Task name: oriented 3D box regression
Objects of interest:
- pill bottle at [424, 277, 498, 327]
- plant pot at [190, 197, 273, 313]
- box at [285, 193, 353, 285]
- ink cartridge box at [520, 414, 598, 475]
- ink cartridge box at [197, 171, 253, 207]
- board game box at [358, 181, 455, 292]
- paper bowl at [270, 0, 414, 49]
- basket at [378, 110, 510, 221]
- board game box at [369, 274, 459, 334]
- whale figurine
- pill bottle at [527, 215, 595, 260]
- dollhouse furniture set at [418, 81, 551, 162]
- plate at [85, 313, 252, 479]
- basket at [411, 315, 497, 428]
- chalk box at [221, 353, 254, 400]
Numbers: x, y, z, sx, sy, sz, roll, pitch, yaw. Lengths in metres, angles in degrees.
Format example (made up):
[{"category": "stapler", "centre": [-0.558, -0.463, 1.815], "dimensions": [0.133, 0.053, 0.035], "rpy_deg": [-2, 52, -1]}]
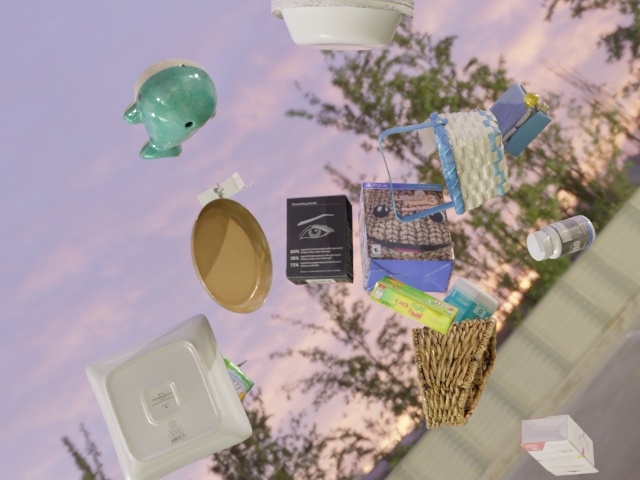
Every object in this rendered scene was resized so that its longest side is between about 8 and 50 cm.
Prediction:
[{"category": "pill bottle", "centre": [0.404, 0.254, 2.205], "dimensions": [0.264, 0.146, 0.146], "rpy_deg": [-56, -17, 2]}, {"category": "plant pot", "centre": [-0.181, 0.033, 1.470], "dimensions": [0.032, 0.237, 0.236], "rpy_deg": [-16, 2, 31]}, {"category": "box", "centre": [0.000, 0.000, 1.807], "dimensions": [0.108, 0.153, 0.207], "rpy_deg": [47, -137, -72]}, {"category": "ink cartridge box", "centre": [0.562, 0.482, 1.724], "dimensions": [0.115, 0.198, 0.067], "rpy_deg": [-16, 45, 33]}, {"category": "ink cartridge box", "centre": [-0.326, -0.181, 2.545], "dimensions": [0.181, 0.062, 0.104], "rpy_deg": [-27, 12, 9]}, {"category": "board game box", "centre": [0.230, -0.011, 2.040], "dimensions": [0.141, 0.231, 0.291], "rpy_deg": [95, 175, -47]}, {"category": "paper bowl", "centre": [0.043, -0.457, 1.452], "dimensions": [0.284, 0.284, 0.148], "rpy_deg": [-17, -70, -61]}, {"category": "basket", "centre": [0.302, -0.180, 1.801], "dimensions": [0.288, 0.201, 0.255], "rpy_deg": [-15, -56, 2]}, {"category": "board game box", "centre": [0.208, 0.140, 1.627], "dimensions": [0.043, 0.181, 0.092], "rpy_deg": [-69, -14, 14]}, {"category": "whale figurine", "centre": [-0.322, -0.263, 1.617], "dimensions": [0.216, 0.141, 0.272], "rpy_deg": [-9, -36, -34]}, {"category": "pill bottle", "centre": [0.545, -0.003, 1.675], "dimensions": [0.137, 0.078, 0.078], "rpy_deg": [-17, -27, -16]}, {"category": "dollhouse furniture set", "centre": [0.445, -0.362, 2.055], "dimensions": [0.303, 0.198, 0.287], "rpy_deg": [-48, 31, 28]}, {"category": "plate", "centre": [-0.315, 0.326, 1.504], "dimensions": [0.277, 0.278, 0.045], "rpy_deg": [-23, -10, -2]}, {"category": "basket", "centre": [0.360, 0.354, 1.877], "dimensions": [0.222, 0.214, 0.299], "rpy_deg": [-9, -34, 5]}, {"category": "chalk box", "centre": [-0.346, 0.478, 2.345], "dimensions": [0.289, 0.179, 0.180], "rpy_deg": [-49, 1, -40]}]
